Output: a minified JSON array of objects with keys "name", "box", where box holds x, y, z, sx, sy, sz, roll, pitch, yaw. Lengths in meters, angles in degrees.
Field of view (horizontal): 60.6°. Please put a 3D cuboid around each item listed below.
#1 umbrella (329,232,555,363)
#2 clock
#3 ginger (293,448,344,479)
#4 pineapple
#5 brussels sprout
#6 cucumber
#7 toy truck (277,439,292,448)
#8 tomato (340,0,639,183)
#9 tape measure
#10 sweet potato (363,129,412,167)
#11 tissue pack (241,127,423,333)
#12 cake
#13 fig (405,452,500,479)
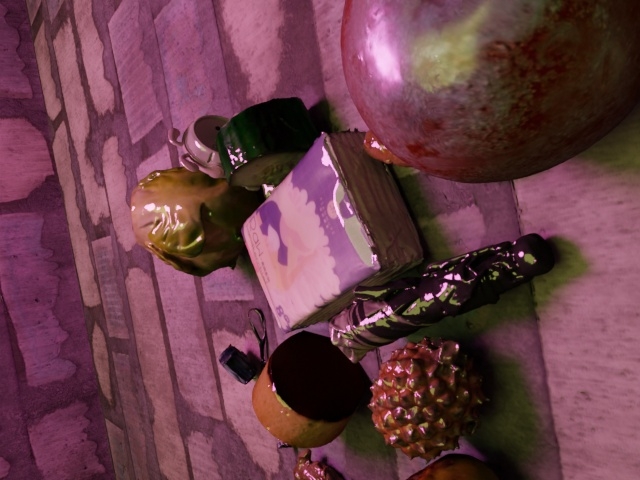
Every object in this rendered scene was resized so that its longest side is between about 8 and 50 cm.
[{"name":"umbrella","box":[0.156,0.072,0.784,0.358,0.113,0.106,-33,79,39]},{"name":"clock","box":[-0.210,-0.197,1.133,0.151,0.191,0.062,58,138,24]},{"name":"ginger","box":[0.042,0.529,1.076,0.290,0.084,0.122,24,110,46]},{"name":"pineapple","box":[0.160,0.217,0.794,0.166,0.166,0.193,45,132,37]},{"name":"brussels sprout","box":[-0.271,-0.042,1.208,0.259,0.295,0.227,103,169,-58]},{"name":"cucumber","box":[-0.082,-0.163,0.994,0.191,0.191,0.130,-48,62,46]},{"name":"toy truck","box":[-0.067,0.441,1.234,0.083,0.039,0.044,-42,49,47]},{"name":"tomato","box":[0.177,-0.218,0.570,0.317,0.283,0.316,-1,88,33]},{"name":"tape measure","box":[-0.169,0.252,1.321,0.179,0.104,0.107,-61,17,-3]},{"name":"sweet potato","box":[0.177,-0.117,0.758,0.281,0.067,0.059,22,115,48]},{"name":"tissue pack","box":[0.000,0.000,0.965,0.344,0.125,0.242,-40,68,49]},{"name":"cake","box":[-0.030,0.300,1.037,0.185,0.208,0.178,36,135,14]},{"name":"fig","box":[0.190,0.403,0.783,0.191,0.181,0.181,49,144,-13]}]
